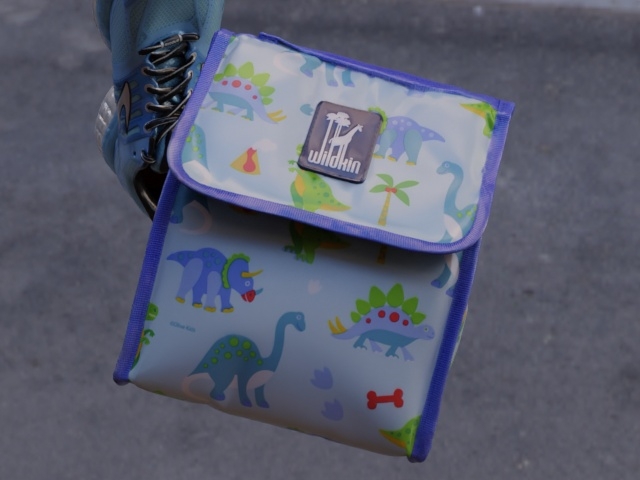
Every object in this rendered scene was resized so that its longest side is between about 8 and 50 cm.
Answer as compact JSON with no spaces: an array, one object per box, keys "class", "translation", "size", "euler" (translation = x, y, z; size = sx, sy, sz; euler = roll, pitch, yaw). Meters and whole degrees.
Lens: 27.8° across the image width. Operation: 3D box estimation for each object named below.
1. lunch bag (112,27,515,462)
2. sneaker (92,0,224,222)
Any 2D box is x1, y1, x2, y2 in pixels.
[{"class":"lunch bag","translation":[0.000,0.000,0.523],"size":[0.129,0.151,0.096],"euler":[15,-3,3]},{"class":"sneaker","translation":[-0.067,-0.069,0.607],"size":[0.063,0.162,0.073],"euler":[-14,55,-18]}]
